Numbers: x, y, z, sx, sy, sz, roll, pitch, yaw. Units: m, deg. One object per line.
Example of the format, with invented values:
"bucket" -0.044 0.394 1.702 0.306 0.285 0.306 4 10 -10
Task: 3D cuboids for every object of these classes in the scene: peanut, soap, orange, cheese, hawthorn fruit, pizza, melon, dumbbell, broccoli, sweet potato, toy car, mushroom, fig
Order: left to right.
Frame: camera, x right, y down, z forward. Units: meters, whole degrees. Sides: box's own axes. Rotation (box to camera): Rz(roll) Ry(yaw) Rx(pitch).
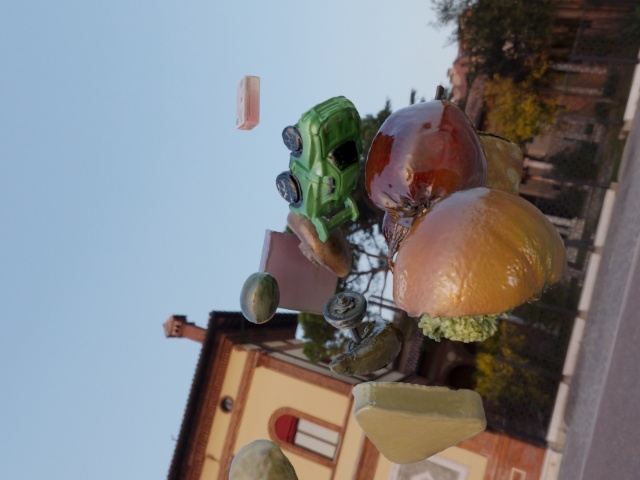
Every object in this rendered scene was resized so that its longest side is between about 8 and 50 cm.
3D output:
"melon" -0.174 0.168 1.498 0.114 0.114 0.168 -34 -39 -59
"peanut" -0.085 0.480 0.839 0.147 0.146 0.306 19 -109 -68
"soap" -0.081 0.121 1.936 0.107 0.296 0.286 -175 97 -75
"mushroom" 0.000 0.000 1.696 0.146 0.278 0.278 -42 -21 9
"toy car" 0.020 -0.188 1.361 0.213 0.176 0.359 -33 -28 -32
"dumbbell" 0.086 0.231 1.318 0.110 0.110 0.255 -56 -43 -41
"sweet potato" 0.129 0.237 1.189 0.124 0.098 0.310 -38 -11 19
"fig" 0.232 -0.004 1.578 0.133 0.146 0.201 29 -87 -25
"cheese" 0.248 0.522 1.543 0.104 0.383 0.384 -85 -10 -45
"hawthorn fruit" 0.252 -0.187 1.277 0.325 0.308 0.308 -101 1 -45
"broccoli" 0.370 0.102 1.424 0.348 0.293 0.281 -48 -52 -1
"orange" 0.285 0.028 0.933 0.310 0.274 0.275 15 -92 -34
"pizza" 0.550 -0.179 1.765 0.439 0.130 0.406 -6 -101 -36

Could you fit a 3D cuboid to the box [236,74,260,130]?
"box" -0.191 -0.360 1.374 0.043 0.089 0.125 1 -90 -23
